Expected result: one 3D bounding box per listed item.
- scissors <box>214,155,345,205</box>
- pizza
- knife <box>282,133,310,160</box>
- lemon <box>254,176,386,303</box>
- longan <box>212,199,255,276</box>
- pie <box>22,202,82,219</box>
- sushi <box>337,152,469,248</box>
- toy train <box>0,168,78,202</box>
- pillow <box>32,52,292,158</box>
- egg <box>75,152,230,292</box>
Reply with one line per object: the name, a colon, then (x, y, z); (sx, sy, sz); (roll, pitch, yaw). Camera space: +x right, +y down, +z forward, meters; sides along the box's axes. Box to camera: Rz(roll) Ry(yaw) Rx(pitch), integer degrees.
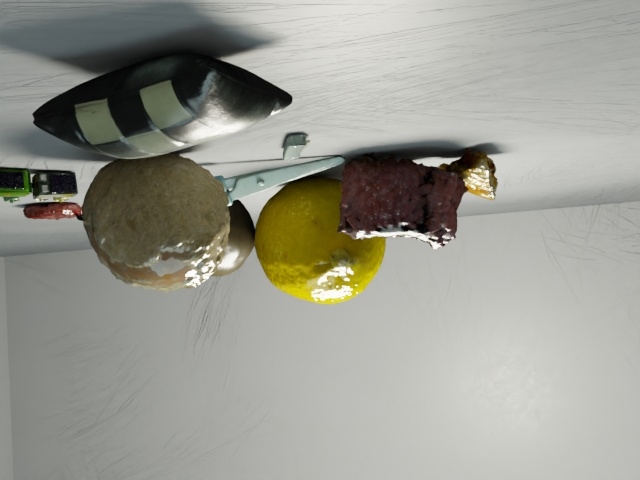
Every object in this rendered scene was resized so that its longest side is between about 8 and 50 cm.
scissors: (-0.164, -0.114, 1.855); (0.447, 0.192, 0.029); (-15, -141, 7)
pizza: (0.326, -0.153, 1.896); (0.154, 0.069, 0.194); (23, 166, 0)
knife: (-0.045, -0.170, 1.628); (0.044, 0.023, 0.162); (-7, 176, -7)
lemon: (-0.001, 0.000, 2.129); (0.336, 0.336, 0.336); (-4, 177, 0)
longan: (-0.280, -0.028, 2.175); (0.248, 0.248, 0.248); (-4, 177, 0)
pie: (-0.708, -0.076, 2.358); (0.154, 0.036, 0.154); (-3, 176, 0)
sushi: (0.172, -0.074, 1.893); (0.270, 0.171, 0.236); (7, 173, 17)
toy train: (-0.579, -0.109, 1.775); (0.202, 0.060, 0.081); (-3, 171, -38)
pillow: (-0.180, -0.157, 1.036); (0.250, 0.106, 0.186); (-10, 175, 23)
egg: (-0.301, -0.040, 1.642); (0.279, 0.279, 0.310); (0, -157, -44)
